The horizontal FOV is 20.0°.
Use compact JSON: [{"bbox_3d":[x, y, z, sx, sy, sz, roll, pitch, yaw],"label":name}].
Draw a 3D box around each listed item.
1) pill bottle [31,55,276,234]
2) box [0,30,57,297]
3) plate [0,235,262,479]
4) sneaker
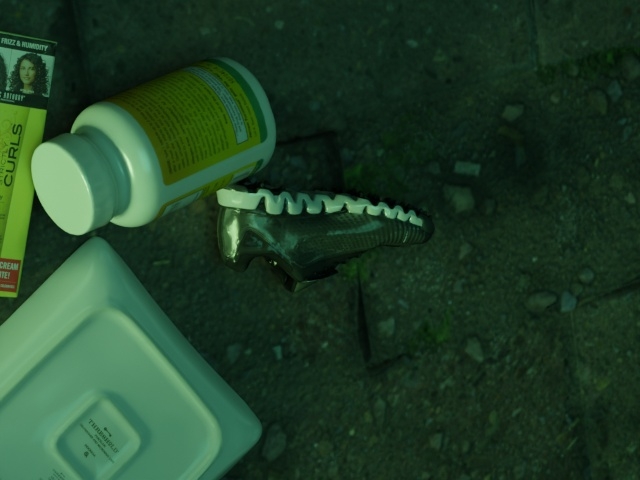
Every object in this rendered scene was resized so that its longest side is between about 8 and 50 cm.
[{"bbox_3d":[-0.151,-0.082,1.638,0.208,0.117,0.118,-28,110,-36],"label":"pill bottle"},{"bbox_3d":[-0.299,-0.070,1.614,0.087,0.058,0.232,9,93,-31],"label":"box"},{"bbox_3d":[-0.216,0.186,1.704,0.278,0.045,0.277,-45,115,-15],"label":"plate"},{"bbox_3d":[0.000,0.000,1.779,0.234,0.078,0.106,6,97,-25],"label":"sneaker"}]
